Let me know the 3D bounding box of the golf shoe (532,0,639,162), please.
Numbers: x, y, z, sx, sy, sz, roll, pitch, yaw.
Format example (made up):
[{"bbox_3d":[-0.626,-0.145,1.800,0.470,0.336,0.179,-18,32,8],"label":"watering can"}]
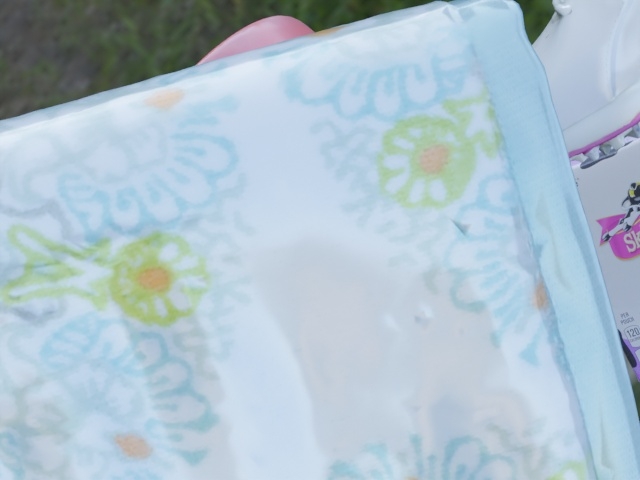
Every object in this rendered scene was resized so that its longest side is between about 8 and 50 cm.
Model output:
[{"bbox_3d":[0.175,-0.156,0.963,0.140,0.306,0.115,49,9,-12],"label":"golf shoe"}]

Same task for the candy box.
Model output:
[{"bbox_3d":[0.267,0.007,1.320,0.070,0.165,0.196,-35,99,-51],"label":"candy box"}]

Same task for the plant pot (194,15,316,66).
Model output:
[{"bbox_3d":[0.000,0.000,1.514,0.243,0.275,0.275,35,17,17],"label":"plant pot"}]

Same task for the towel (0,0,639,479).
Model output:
[{"bbox_3d":[-0.016,0.104,0.880,0.090,0.321,0.374,-149,-138,-79],"label":"towel"}]
